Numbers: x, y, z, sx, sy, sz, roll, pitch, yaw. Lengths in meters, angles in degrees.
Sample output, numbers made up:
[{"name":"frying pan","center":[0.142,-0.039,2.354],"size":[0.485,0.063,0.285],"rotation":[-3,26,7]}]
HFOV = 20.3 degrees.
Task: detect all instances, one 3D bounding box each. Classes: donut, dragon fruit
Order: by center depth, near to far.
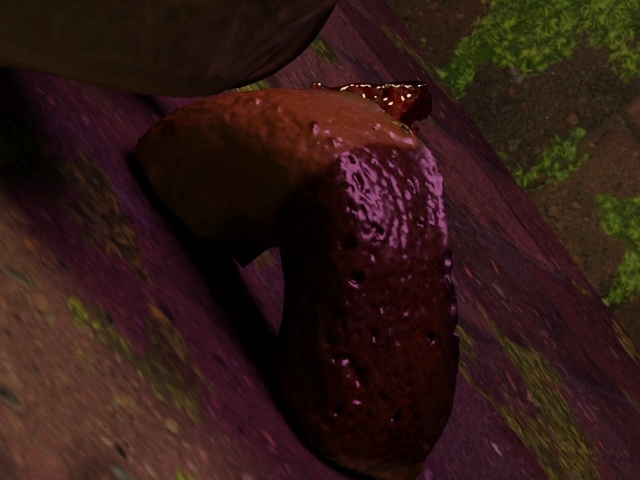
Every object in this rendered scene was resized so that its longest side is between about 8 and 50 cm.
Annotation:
[{"name":"donut","center":[0.000,0.000,1.103],"size":[0.295,0.151,0.112],"rotation":[57,23,19]},{"name":"dragon fruit","center":[0.050,-0.122,1.733],"size":[0.092,0.122,0.192],"rotation":[39,11,14]}]

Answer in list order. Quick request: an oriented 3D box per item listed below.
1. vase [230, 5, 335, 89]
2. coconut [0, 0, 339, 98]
[{"name":"vase","center":[-0.105,-0.241,1.191],"size":[0.241,0.302,0.329],"rotation":[-109,175,-58]},{"name":"coconut","center":[-0.111,-0.242,0.918],"size":[0.329,0.329,0.329],"rotation":[49,12,-14]}]
